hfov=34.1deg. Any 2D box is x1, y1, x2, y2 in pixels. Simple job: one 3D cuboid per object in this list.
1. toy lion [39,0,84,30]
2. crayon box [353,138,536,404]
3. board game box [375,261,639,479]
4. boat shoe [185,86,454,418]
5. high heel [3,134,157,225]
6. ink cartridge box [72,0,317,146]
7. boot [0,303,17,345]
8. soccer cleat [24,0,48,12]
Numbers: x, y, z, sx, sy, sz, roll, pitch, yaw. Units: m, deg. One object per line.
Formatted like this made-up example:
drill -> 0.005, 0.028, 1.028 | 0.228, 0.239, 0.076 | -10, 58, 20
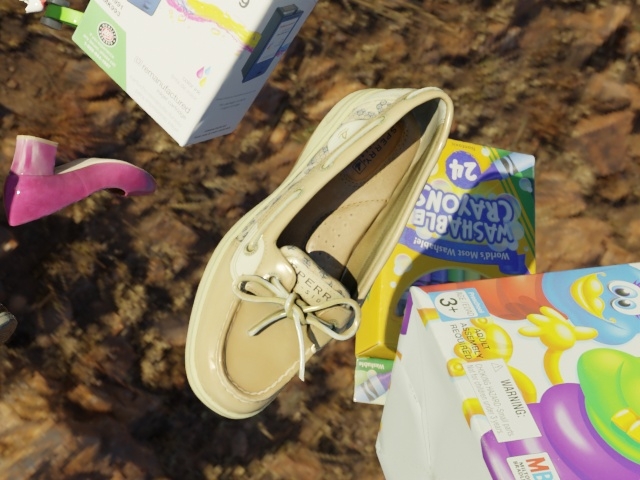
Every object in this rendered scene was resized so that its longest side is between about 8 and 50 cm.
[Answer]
toy lion -> -0.225, -0.218, 1.083 | 0.100, 0.096, 0.034 | 16, 94, -52
crayon box -> 0.153, 0.039, 1.254 | 0.203, 0.083, 0.323 | 9, 71, -17
board game box -> 0.188, 0.106, 0.566 | 0.275, 0.144, 0.142 | -5, 132, -15
boat shoe -> 0.000, 0.000, 0.761 | 0.104, 0.089, 0.285 | 36, 72, -24
high heel -> -0.319, -0.059, 1.409 | 0.244, 0.082, 0.117 | 17, 80, -57
ink cartridge box -> -0.099, -0.213, 0.905 | 0.212, 0.154, 0.093 | -52, 167, 30
boot -> -0.419, 0.065, 0.952 | 0.236, 0.179, 0.085 | -26, 165, -30
soccer cleat -> -0.410, -0.353, 1.458 | 0.035, 0.083, 0.029 | -24, 163, -15
